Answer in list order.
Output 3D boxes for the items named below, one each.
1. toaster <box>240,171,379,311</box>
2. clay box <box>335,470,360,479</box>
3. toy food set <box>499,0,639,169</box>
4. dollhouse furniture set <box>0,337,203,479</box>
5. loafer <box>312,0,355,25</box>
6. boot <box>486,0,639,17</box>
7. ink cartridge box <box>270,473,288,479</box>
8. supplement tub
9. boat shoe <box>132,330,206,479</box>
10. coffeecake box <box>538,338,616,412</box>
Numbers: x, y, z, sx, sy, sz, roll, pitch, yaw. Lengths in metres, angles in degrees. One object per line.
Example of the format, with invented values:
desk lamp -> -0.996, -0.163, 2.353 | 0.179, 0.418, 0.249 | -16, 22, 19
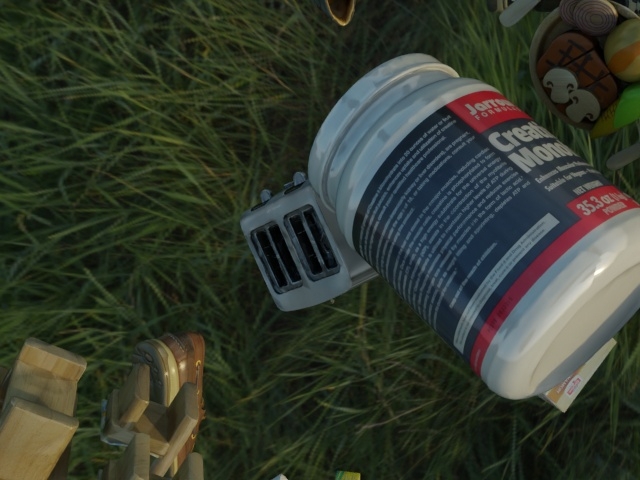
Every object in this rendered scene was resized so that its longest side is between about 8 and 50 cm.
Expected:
toaster -> 0.000, 0.000, 1.204 | 0.168, 0.110, 0.186 | -22, 93, 48
clay box -> 0.037, 0.573, 1.748 | 0.053, 0.222, 0.127 | 6, 128, 9
toy food set -> 0.242, -0.155, 0.807 | 0.192, 0.038, 0.132 | 53, 138, 2
dollhouse furniture set -> -0.202, 0.174, 0.548 | 0.212, 0.242, 0.161 | 26, 111, -21
loafer -> 0.016, -0.259, 0.820 | 0.062, 0.170, 0.061 | -27, 76, -5
boot -> 0.292, -0.280, 0.930 | 0.178, 0.236, 0.085 | 18, 130, 27
ink cartridge box -> -0.125, 0.495, 1.510 | 0.190, 0.140, 0.082 | -34, 101, 19
supplement tub -> 0.136, -0.018, 0.781 | 0.191, 0.191, 0.272 | -49, 62, 9
boat shoe -> -0.129, 0.158, 0.816 | 0.064, 0.060, 0.178 | 32, 129, 37
coffeecake box -> 0.360, 0.170, 1.480 | 0.142, 0.068, 0.185 | -52, 35, -5
